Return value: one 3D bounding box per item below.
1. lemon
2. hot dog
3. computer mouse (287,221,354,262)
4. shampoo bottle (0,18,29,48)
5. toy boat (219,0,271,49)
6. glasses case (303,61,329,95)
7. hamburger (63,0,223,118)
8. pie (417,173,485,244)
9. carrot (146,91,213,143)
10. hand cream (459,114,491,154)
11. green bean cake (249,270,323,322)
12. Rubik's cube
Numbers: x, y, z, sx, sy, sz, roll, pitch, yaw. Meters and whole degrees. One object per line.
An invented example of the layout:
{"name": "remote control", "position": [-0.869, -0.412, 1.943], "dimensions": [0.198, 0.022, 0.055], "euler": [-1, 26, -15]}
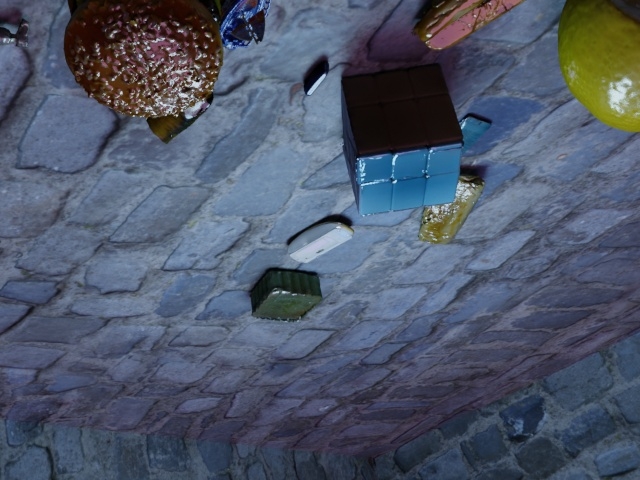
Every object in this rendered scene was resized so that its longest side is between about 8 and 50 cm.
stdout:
{"name": "lemon", "position": [0.608, -0.361, 1.496], "dimensions": [0.364, 0.364, 0.364], "euler": [-7, 149, -4]}
{"name": "hot dog", "position": [0.289, -0.451, 1.513], "dimensions": [0.269, 0.072, 0.109], "euler": [-27, 143, 24]}
{"name": "computer mouse", "position": [-0.001, -0.001, 2.184], "dimensions": [0.199, 0.045, 0.102], "euler": [-31, 143, 30]}
{"name": "shampoo bottle", "position": [-0.622, -0.369, 1.409], "dimensions": [0.208, 0.057, 0.063], "euler": [1, 140, -21]}
{"name": "toy boat", "position": [-0.129, -0.393, 1.449], "dimensions": [0.091, 0.110, 0.175], "euler": [-7, 149, -41]}
{"name": "glasses case", "position": [-0.012, -0.334, 1.655], "dimensions": [0.023, 0.033, 0.083], "euler": [21, 138, -24]}
{"name": "hamburger", "position": [-0.295, -0.354, 1.367], "dimensions": [0.291, 0.225, 0.291], "euler": [-6, 146, -4]}
{"name": "pie", "position": [0.340, -0.089, 2.111], "dimensions": [0.129, 0.068, 0.282], "euler": [8, 145, -7]}
{"name": "carrot", "position": [-0.292, -0.266, 1.643], "dimensions": [0.082, 0.082, 0.173], "euler": [22, 136, -40]}
{"name": "hand cream", "position": [0.315, -0.217, 1.935], "dimensions": [0.083, 0.048, 0.224], "euler": [12, 136, -32]}
{"name": "green bean cake", "position": [-0.103, 0.162, 2.374], "dimensions": [0.173, 0.094, 0.181], "euler": [8, 145, -25]}
{"name": "Rubik's cube", "position": [0.167, -0.210, 1.724], "dimensions": [0.225, 0.221, 0.231], "euler": [-9, 149, -2]}
